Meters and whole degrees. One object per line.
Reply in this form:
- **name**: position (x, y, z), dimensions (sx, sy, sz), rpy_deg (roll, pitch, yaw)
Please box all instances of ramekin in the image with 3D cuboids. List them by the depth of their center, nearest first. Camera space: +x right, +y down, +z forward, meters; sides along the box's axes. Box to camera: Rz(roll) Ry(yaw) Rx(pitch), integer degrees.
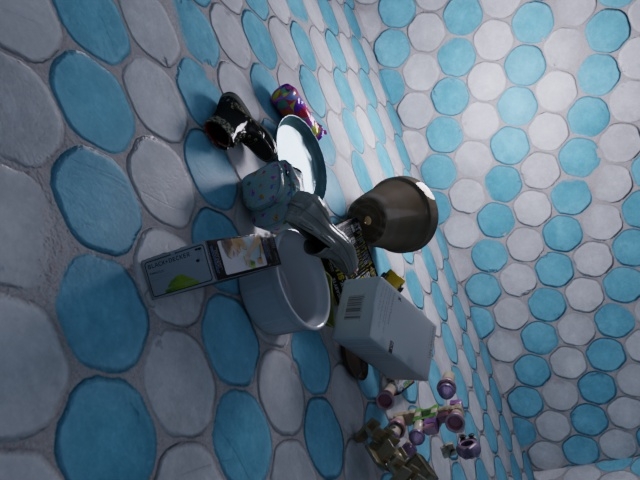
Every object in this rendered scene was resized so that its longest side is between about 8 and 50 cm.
- **ramekin**: position (-0.097, 0.119, 1.597), dimensions (0.277, 0.135, 0.277), rpy_deg (45, 34, -44)

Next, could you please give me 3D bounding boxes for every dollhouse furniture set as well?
- **dollhouse furniture set**: position (0.209, 0.693, 1.793), dimensions (0.242, 0.161, 0.212), rpy_deg (39, 6, -33)

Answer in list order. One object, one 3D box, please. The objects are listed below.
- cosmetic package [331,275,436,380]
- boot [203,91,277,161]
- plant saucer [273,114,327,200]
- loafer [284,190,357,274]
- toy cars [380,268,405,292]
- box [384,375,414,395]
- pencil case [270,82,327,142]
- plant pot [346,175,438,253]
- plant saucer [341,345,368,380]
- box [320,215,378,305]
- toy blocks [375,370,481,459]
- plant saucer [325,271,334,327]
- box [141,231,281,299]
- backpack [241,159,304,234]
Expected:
- **cosmetic package**: position (0.219, 0.299, 1.977), dimensions (0.385, 0.156, 0.217), rpy_deg (37, 56, -40)
- **boot**: position (-0.226, -0.286, 1.693), dimensions (0.236, 0.085, 0.178), rpy_deg (52, 31, -23)
- **plant saucer**: position (-0.073, -0.263, 2.021), dimensions (0.318, 0.044, 0.317), rpy_deg (32, 52, -53)
- **loafer**: position (0.000, 0.000, 1.623), dimensions (0.111, 0.112, 0.319), rpy_deg (-55, 131, -19)
- **toy cars**: position (0.253, 0.298, 2.273), dimensions (0.177, 0.087, 0.393), rpy_deg (4, 61, -20)
- **box**: position (0.299, 0.512, 2.285), dimensions (0.207, 0.036, 0.114), rpy_deg (1, 71, -65)
- **pencil case**: position (-0.077, -0.440, 2.119), dimensions (0.236, 0.105, 0.104), rpy_deg (48, 32, -40)
- **plant pot**: position (0.262, -0.090, 2.388), dimensions (0.280, 0.323, 0.323), rpy_deg (-13, 84, -50)
- **plant saucer**: position (0.109, 0.381, 1.982), dimensions (0.168, 0.029, 0.168), rpy_deg (47, 34, -45)
- **box**: position (0.095, 0.064, 2.135), dimensions (0.322, 0.079, 0.257), rpy_deg (-29, 101, -67)
- **toy blocks**: position (0.355, 0.633, 2.005), dimensions (0.260, 0.289, 0.308), rpy_deg (-25, 98, -73)
- **plant saucer**: position (-0.025, 0.158, 1.837), dimensions (0.188, 0.045, 0.188), rpy_deg (42, 36, -47)
- **box**: position (-0.230, 0.050, 1.323), dimensions (0.290, 0.169, 0.087), rpy_deg (-10, 84, -68)
- **backpack**: position (-0.127, -0.116, 1.673), dimensions (0.144, 0.166, 0.188), rpy_deg (20, 51, -59)
